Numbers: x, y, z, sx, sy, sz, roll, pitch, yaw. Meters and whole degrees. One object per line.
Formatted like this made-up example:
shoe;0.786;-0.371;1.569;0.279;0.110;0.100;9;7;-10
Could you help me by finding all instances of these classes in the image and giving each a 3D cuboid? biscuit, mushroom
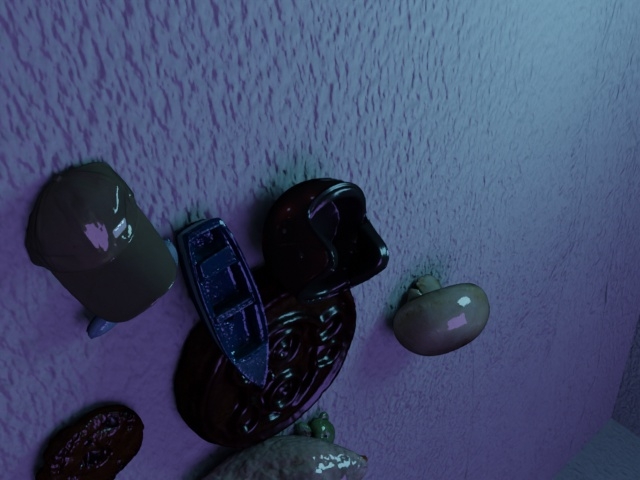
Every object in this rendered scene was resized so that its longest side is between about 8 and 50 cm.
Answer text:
biscuit;-0.375;0.355;1.304;0.192;0.049;0.192;-30;141;-28
mushroom;0.270;0.164;1.789;0.226;0.178;0.226;-14;152;-7
biscuit;-0.085;0.222;1.491;0.407;0.091;0.408;-29;136;-32

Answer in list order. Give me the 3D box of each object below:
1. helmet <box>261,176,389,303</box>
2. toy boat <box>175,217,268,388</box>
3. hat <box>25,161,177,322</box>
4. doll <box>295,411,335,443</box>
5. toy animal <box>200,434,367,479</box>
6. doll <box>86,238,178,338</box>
helmet;0.000;0.000;1.320;0.189;0.193;0.216;-1;109;-51
toy boat;-0.149;0.106;1.263;0.096;0.061;0.299;-31;114;-32
hat;-0.281;0.003;1.035;0.166;0.173;0.144;-43;149;-18
doll;-0.030;0.453;1.755;0.150;0.077;0.115;-24;124;-20
toy animal;-0.077;0.497;1.607;0.358;0.188;0.227;-10;145;-2
doll;-0.285;0.062;1.166;0.179;0.075;0.120;-41;-174;2
